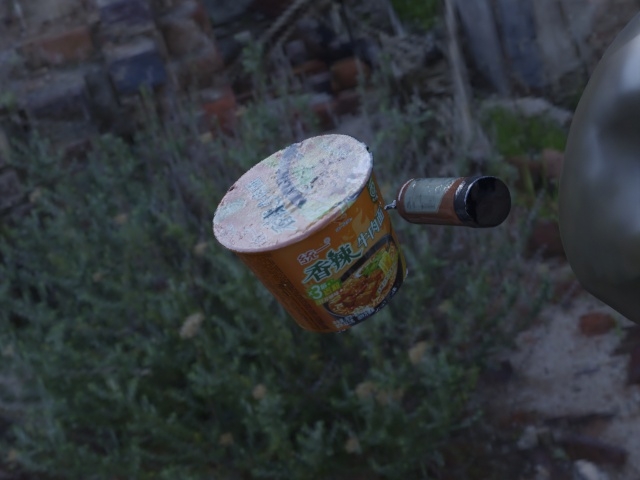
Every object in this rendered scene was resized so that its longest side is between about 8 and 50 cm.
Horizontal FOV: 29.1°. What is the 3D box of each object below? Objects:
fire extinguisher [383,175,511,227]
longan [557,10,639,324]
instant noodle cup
[{"bbox_3d":[0.117,-0.038,1.184,0.062,0.050,0.177,-22,12,-22],"label":"fire extinguisher"},{"bbox_3d":[0.311,-0.065,0.802,0.350,0.288,0.288,-35,3,45],"label":"longan"},{"bbox_3d":[0.000,0.000,1.626,0.230,0.182,0.230,-21,32,14],"label":"instant noodle cup"}]
